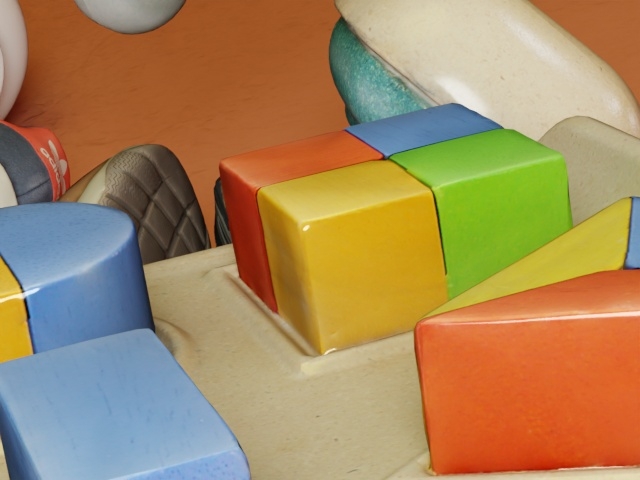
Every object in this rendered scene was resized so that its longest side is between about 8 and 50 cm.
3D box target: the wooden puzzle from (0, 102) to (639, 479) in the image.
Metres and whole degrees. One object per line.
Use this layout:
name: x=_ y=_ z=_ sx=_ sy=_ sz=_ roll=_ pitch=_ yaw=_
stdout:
wooden puzzle: x=-0.014 y=0.037 z=0.562 sx=0.347 sy=0.081 sz=0.322 roll=-19 pitch=21 yaw=-14

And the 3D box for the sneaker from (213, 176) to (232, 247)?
sneaker: x=0.000 y=0.000 z=1.001 sx=0.067 sy=0.078 sz=0.188 roll=-28 pitch=26 yaw=-31

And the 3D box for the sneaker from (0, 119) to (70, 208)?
sneaker: x=-0.320 y=-0.023 z=1.241 sx=0.350 sy=0.131 sz=0.148 roll=1 pitch=19 yaw=24

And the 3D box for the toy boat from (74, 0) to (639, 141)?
toy boat: x=0.024 y=-0.097 z=0.995 sx=0.148 sy=0.318 sz=0.267 roll=-52 pitch=0 yaw=9

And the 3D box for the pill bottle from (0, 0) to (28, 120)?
pill bottle: x=-0.333 y=-0.168 z=1.517 sx=0.181 sy=0.182 sz=0.323 roll=-19 pitch=21 yaw=-11

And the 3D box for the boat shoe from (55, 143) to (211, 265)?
boat shoe: x=-0.144 y=0.044 z=0.938 sx=0.116 sy=0.123 sz=0.324 roll=-9 pitch=20 yaw=21
